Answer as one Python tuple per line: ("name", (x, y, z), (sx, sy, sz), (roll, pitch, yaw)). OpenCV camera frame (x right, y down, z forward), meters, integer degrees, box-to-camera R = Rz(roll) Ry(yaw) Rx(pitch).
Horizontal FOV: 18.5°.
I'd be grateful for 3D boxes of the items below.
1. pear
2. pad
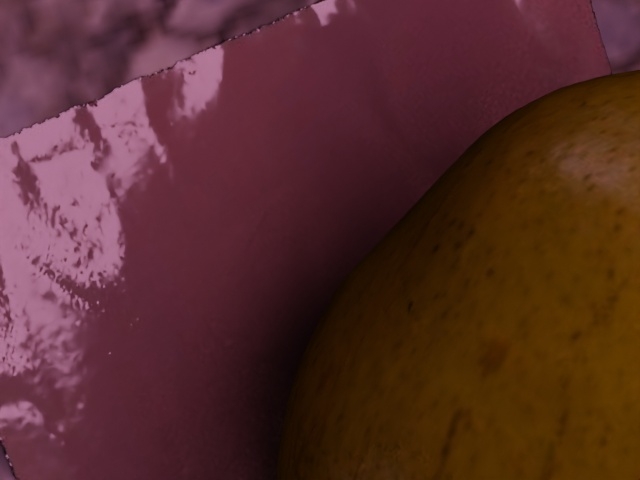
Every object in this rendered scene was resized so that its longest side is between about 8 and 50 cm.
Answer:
("pear", (0.086, 0.060, 0.437), (0.198, 0.198, 0.198), (-4, 99, -22))
("pad", (0.000, 0.000, 0.495), (0.188, 0.006, 0.113), (-24, 107, -17))
